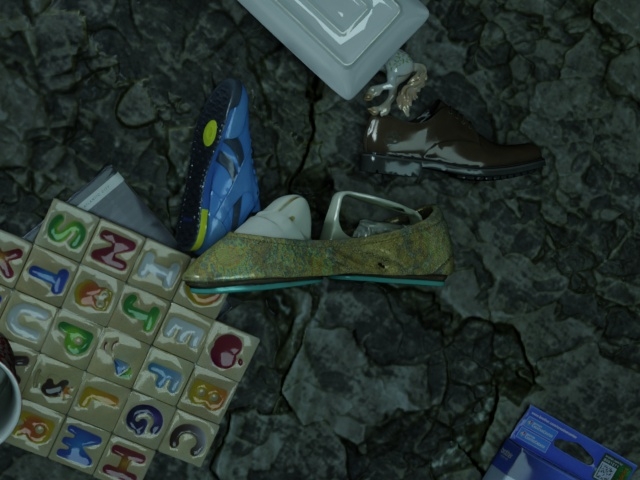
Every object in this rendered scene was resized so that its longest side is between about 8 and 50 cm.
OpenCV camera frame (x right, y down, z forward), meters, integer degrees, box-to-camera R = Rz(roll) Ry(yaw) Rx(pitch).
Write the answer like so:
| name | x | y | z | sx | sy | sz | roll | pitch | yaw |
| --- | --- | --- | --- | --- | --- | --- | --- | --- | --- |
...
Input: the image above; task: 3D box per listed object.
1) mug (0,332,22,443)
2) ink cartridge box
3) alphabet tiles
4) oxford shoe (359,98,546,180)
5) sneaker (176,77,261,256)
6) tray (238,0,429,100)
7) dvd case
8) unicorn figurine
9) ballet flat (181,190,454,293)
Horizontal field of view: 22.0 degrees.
| name | x | y | z | sx | sy | sz | roll | pitch | yaw |
| --- | --- | --- | --- | --- | --- | --- | --- | --- | --- |
| mug | -0.376 | 0.135 | 1.780 | 0.113 | 0.169 | 0.150 | 8 | 100 | -11 |
| ink cartridge box | 0.261 | 0.382 | 2.053 | 0.186 | 0.065 | 0.311 | 31 | 87 | -16 |
| alphabet tiles | -0.257 | 0.124 | 1.891 | 0.342 | 0.011 | 0.285 | 24 | 96 | -14 |
| oxford shoe | 0.163 | -0.118 | 1.949 | 0.227 | 0.083 | 0.096 | 4 | 92 | -16 |
| sneaker | -0.105 | -0.081 | 1.898 | 0.082 | 0.069 | 0.209 | 9 | 95 | -29 |
| tray | -0.017 | -0.301 | 1.870 | 0.270 | 0.030 | 0.145 | 43 | 86 | -1 |
| dvd case | -0.234 | 0.048 | 1.902 | 0.164 | 0.018 | 0.221 | -41 | 106 | -5 |
| unicorn figurine | 0.055 | -0.220 | 1.918 | 0.162 | 0.060 | 0.111 | 37 | 78 | -8 |
| ballet flat | 0.000 | 0.000 | 1.888 | 0.348 | 0.123 | 0.123 | -1 | 98 | -29 |
